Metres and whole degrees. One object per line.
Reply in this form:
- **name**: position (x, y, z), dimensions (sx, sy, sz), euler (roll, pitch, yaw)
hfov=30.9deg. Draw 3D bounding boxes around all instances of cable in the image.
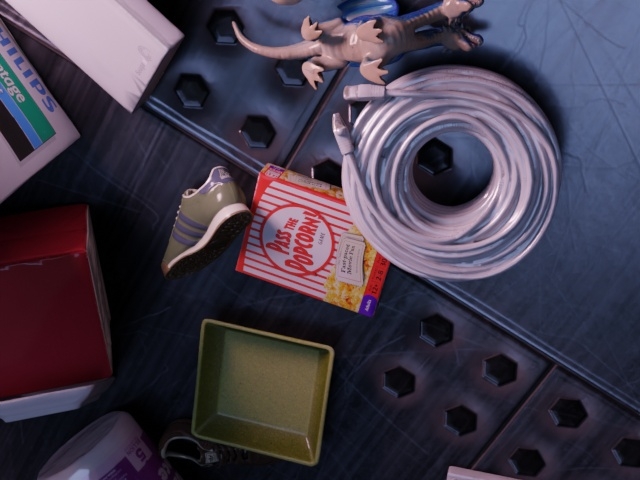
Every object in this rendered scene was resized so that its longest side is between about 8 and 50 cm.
- **cable**: position (0.154, -0.080, 1.374), dimensions (0.257, 0.089, 0.257), euler (-8, 104, 7)

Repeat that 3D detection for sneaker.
- **sneaker**: position (-0.158, -0.026, 1.528), dimensions (0.192, 0.064, 0.086), euler (-40, 63, 44)
- **sneaker**: position (-0.141, 0.304, 1.662), dimensions (0.188, 0.071, 0.066), euler (3, 114, 15)

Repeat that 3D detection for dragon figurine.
- **dragon figurine**: position (0.048, -0.237, 1.352), dimensions (0.289, 0.144, 0.085), euler (1, 112, 33)

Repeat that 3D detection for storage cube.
- **storage cube**: position (-0.386, 0.080, 1.535), dimensions (0.193, 0.183, 0.215), euler (-11, 112, -7)

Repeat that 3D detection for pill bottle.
- **pill bottle**: position (-0.258, 0.410, 1.689), dimensions (0.169, 0.169, 0.301), euler (-30, 103, 25)

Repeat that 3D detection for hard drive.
- **hard drive**: position (-0.312, -0.301, 1.394), dimensions (0.307, 0.040, 0.203), euler (42, 155, -5)

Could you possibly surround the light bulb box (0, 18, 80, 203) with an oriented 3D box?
- **light bulb box**: position (-0.555, -0.084, 1.438), dimensions (0.358, 0.361, 0.225), euler (-26, 106, 24)

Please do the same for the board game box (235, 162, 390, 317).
- **board game box**: position (0.000, 0.000, 1.499), dimensions (0.193, 0.045, 0.146), euler (18, 117, 7)

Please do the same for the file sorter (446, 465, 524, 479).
- **file sorter**: position (0.243, 0.486, 1.582), dimensions (0.193, 0.173, 0.277), euler (9, 116, 12)

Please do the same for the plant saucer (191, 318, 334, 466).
- **plant saucer**: position (-0.077, 0.203, 1.608), dimensions (0.188, 0.045, 0.188), euler (12, 112, 11)

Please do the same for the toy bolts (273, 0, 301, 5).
- **toy bolts**: position (-0.010, -0.336, 1.277), dimensions (0.228, 0.218, 0.158), euler (-3, 120, 37)

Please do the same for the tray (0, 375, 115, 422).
- **tray**: position (-0.359, 0.214, 1.563), dimensions (0.145, 0.270, 0.030), euler (-11, 87, -4)
